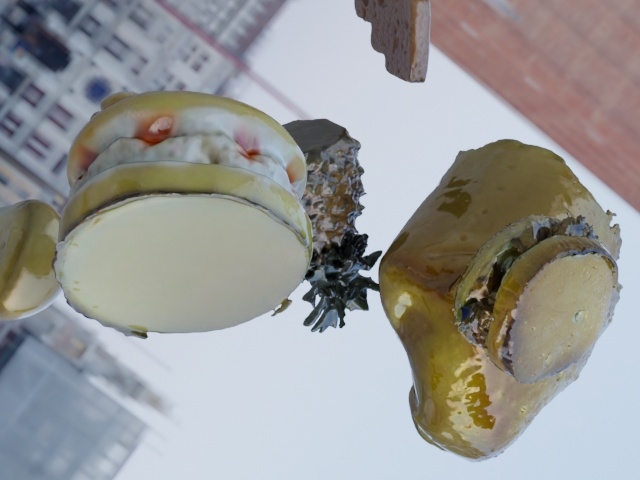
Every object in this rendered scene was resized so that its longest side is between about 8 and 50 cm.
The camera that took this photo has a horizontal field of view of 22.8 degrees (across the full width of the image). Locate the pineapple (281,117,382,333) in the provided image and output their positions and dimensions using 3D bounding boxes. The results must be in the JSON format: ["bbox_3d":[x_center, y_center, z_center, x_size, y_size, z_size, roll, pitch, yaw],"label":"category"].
[{"bbox_3d":[0.000,0.000,2.207,0.169,0.340,0.169,-9,-149,5],"label":"pineapple"}]

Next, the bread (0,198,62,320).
[{"bbox_3d":[-0.361,0.029,1.907,0.217,0.098,0.147,1,-113,64],"label":"bread"}]

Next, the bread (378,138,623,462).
[{"bbox_3d":[0.245,0.102,2.117,0.250,0.361,0.394,4,-147,28],"label":"bread"}]

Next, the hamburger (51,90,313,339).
[{"bbox_3d":[-0.146,-0.028,1.663,0.302,0.261,0.186,108,-17,-50],"label":"hamburger"}]

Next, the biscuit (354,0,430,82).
[{"bbox_3d":[0.112,-0.350,2.270,0.284,0.043,0.306,113,-31,-59],"label":"biscuit"}]

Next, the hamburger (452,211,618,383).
[{"bbox_3d":[0.241,0.054,1.768,0.118,0.182,0.191,42,-72,39],"label":"hamburger"}]
